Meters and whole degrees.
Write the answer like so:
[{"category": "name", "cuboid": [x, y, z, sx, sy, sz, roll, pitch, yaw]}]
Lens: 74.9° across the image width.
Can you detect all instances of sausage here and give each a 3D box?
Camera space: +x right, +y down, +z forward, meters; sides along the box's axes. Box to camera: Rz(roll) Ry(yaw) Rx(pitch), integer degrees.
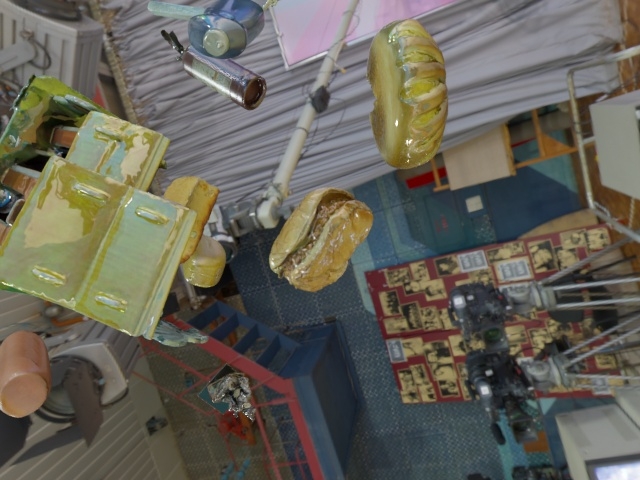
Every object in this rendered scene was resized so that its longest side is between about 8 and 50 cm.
[{"category": "sausage", "cuboid": [-0.776, 0.333, 1.088, 0.304, 0.121, 0.121, 19, 140, 52]}]

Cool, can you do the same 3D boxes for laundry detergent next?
[{"category": "laundry detergent", "cuboid": [-0.145, -0.329, 0.650, 0.206, 0.096, 0.061, -87, 7, -51]}]

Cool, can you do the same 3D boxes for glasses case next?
[{"category": "glasses case", "cuboid": [-0.524, 0.077, 1.893, 0.173, 0.141, 0.371, 17, -166, -26]}]

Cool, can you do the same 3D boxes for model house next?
[{"category": "model house", "cuboid": [-0.243, -0.011, 0.592, 0.340, 0.323, 0.301, 33, -103, -53]}]

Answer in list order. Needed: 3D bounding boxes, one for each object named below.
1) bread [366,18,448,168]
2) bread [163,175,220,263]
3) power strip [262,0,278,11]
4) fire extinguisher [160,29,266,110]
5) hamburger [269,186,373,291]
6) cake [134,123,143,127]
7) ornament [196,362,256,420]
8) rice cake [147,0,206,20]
[{"category": "bread", "cuboid": [0.208, -0.335, 0.980, 0.333, 0.159, 0.334, 171, 90, -87]}, {"category": "bread", "cuboid": [-0.451, -0.063, 1.340, 0.114, 0.184, 0.275, 36, -111, -43]}, {"category": "power strip", "cuboid": [-0.078, -0.518, 0.830, 0.042, 0.075, 0.175, 33, -99, -42]}, {"category": "fire extinguisher", "cuboid": [-0.218, -0.348, 0.826, 0.231, 0.071, 0.099, 35, 175, 14]}, {"category": "hamburger", "cuboid": [0.000, -0.001, 1.072, 0.144, 0.283, 0.259, 34, -171, 24]}, {"category": "cake", "cuboid": [-0.873, -0.443, 1.913, 0.086, 0.220, 0.117, -22, -95, -48]}, {"category": "ornament", "cuboid": [-0.301, 0.572, 1.503, 0.166, 0.196, 0.153, -49, -53, -18]}, {"category": "rice cake", "cuboid": [-0.349, -0.580, 1.064, 0.042, 0.179, 0.031, -38, -40, -77]}]
